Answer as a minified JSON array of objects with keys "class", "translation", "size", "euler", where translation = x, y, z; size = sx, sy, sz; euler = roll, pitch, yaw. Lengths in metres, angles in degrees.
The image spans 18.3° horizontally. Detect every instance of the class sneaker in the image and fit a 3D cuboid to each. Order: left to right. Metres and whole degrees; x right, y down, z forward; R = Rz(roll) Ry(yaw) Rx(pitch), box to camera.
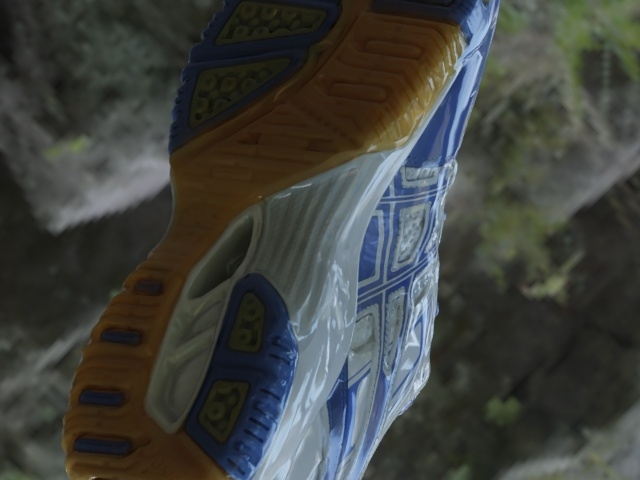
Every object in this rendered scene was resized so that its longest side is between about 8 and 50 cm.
[{"class":"sneaker","translation":[0.000,0.000,0.796],"size":[0.111,0.131,0.296],"euler":[15,-110,34]}]
